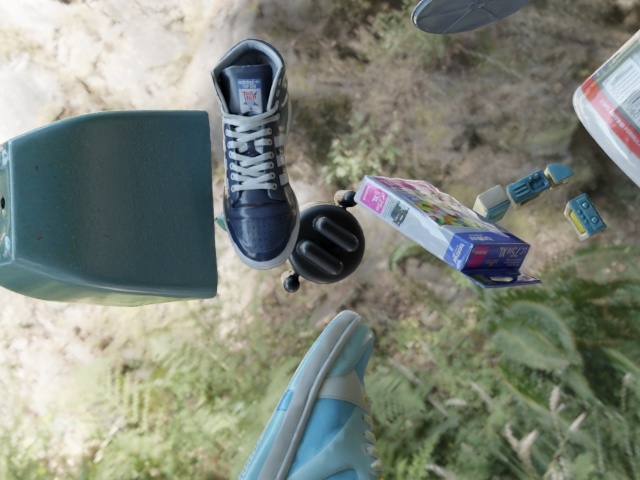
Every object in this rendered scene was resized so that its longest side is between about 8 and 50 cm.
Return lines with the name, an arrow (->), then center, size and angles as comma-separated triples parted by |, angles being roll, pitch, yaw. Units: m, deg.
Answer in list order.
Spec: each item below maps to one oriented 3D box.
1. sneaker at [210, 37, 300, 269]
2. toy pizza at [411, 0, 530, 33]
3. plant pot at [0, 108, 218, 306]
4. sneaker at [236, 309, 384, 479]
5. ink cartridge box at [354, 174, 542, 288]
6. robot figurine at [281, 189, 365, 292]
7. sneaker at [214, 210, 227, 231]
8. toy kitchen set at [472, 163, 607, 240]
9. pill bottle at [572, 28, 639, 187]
sneaker -> -0.082, -0.115, 1.133 | 0.153, 0.099, 0.282 | 81, -173, -65
toy pizza -> 0.233, -0.369, 1.379 | 0.201, 0.032, 0.201 | -14, -10, -3
plant pot -> -0.309, -0.036, 1.183 | 0.252, 0.247, 0.248 | 0, -6, -40
sneaker -> 0.038, 0.234, 0.950 | 0.319, 0.208, 0.127 | -61, -3, -36
ink cartridge box -> 0.228, -0.019, 1.584 | 0.186, 0.311, 0.065 | 1, -60, -47
robot figurine -> -0.003, 0.000, 1.961 | 0.209, 0.173, 0.278 | -18, 7, -7
sneaker -> -0.150, -0.061, 2.047 | 0.224, 0.083, 0.098 | 1, 52, 54
toy kitchen set -> 0.434, -0.049, 1.808 | 0.207, 0.166, 0.122 | -27, -14, -3
pill bottle -> 0.488, -0.214, 1.035 | 0.363, 0.210, 0.210 | -44, -5, 24
